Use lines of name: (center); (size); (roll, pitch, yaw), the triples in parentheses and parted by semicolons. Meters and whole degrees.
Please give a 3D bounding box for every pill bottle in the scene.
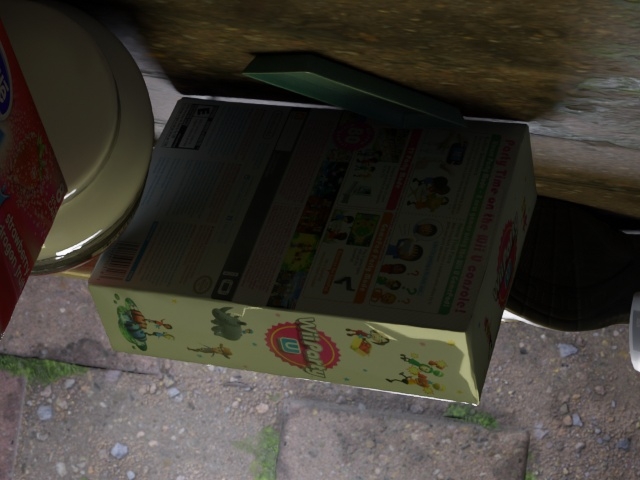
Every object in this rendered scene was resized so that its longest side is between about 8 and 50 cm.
pill bottle: (-0.203, -0.070, 1.156); (0.176, 0.176, 0.318); (8, 175, -6)

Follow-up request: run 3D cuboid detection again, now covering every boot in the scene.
boot: (0.227, 0.030, 1.918); (0.377, 0.138, 0.284); (5, 178, -35)

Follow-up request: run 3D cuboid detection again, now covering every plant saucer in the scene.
plant saucer: (0.029, -0.110, 1.257); (0.067, 0.018, 0.192); (3, 174, 41)

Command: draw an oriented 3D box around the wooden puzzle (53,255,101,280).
wooden puzzle: (-0.299, -0.044, 1.599); (0.220, 0.044, 0.239); (9, -142, -11)

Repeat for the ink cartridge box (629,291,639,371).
ink cartridge box: (0.509, 0.093, 1.578); (0.384, 0.091, 0.308); (2, 179, -1)

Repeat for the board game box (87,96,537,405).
board game box: (0.000, 0.000, 1.346); (0.303, 0.224, 0.097); (6, 139, 18)

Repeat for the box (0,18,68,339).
box: (-0.232, -0.068, 0.850); (0.122, 0.128, 0.257); (5, 140, 16)
